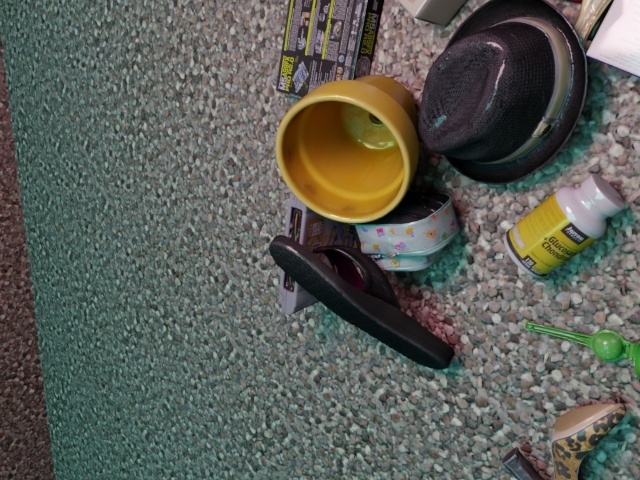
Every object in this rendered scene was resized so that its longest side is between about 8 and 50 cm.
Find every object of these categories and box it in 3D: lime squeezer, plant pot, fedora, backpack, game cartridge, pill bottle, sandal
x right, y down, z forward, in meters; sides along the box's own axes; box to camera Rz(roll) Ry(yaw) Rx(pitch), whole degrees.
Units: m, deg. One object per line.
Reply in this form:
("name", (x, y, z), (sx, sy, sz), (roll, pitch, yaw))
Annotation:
("lime squeezer", (0.484, 0.195, 0.999), (0.310, 0.110, 0.059), (-145, 37, -65))
("plant pot", (0.077, -0.199, 1.138), (0.254, 0.239, 0.254), (13, 129, 17))
("fedora", (0.269, -0.246, 1.015), (0.334, 0.152, 0.334), (21, 117, 48))
("backpack", (0.174, -0.021, 1.173), (0.188, 0.166, 0.144), (-10, 108, 43))
("game cartridge", (0.000, 0.000, 1.299), (0.062, 0.198, 0.297), (23, 116, 37))
("pill bottle", (0.409, -0.025, 1.009), (0.184, 0.103, 0.103), (-47, 68, 37))
("sandal", (0.088, 0.106, 1.195), (0.446, 0.107, 0.167), (36, 160, -18))

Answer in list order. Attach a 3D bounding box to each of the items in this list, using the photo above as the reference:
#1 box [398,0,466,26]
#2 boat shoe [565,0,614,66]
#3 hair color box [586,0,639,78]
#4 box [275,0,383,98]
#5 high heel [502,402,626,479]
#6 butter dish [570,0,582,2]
("box", (0.154, -0.557, 1.107), (0.311, 0.121, 0.148), (53, 126, 20))
("boat shoe", (0.434, -0.333, 0.959), (0.048, 0.056, 0.153), (28, 108, 39))
("hair color box", (0.545, -0.379, 0.820), (0.185, 0.110, 0.339), (38, 123, 30))
("box", (0.016, -0.434, 1.292), (0.216, 0.060, 0.270), (24, 114, 35))
("high heel", (0.479, 0.405, 1.061), (0.186, 0.093, 0.261), (48, 123, 9))
("butter dish", (0.362, -0.474, 0.949), (0.160, 0.160, 0.118), (34, 96, 31))
